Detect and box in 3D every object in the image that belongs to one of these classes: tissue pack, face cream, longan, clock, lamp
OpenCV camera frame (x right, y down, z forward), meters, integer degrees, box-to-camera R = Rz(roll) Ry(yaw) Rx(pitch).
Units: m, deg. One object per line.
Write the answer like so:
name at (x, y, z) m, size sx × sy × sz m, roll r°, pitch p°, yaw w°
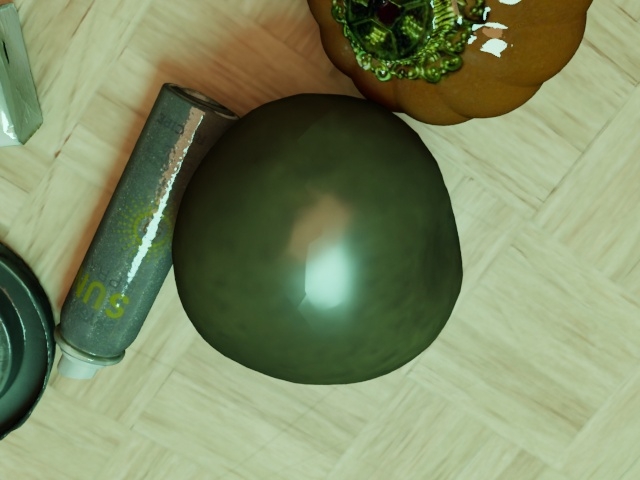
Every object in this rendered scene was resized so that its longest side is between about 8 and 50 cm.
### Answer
tissue pack at (-0.313, -0.124, 0.622) m, size 0.149 × 0.099 × 0.106 m, roll -8°, pitch 112°, yaw -3°
face cream at (-0.161, 0.001, 0.691) m, size 0.073 × 0.073 × 0.283 m, roll 25°, pitch 104°, yaw -13°
longan at (0.000, 0.000, 0.629) m, size 0.246 × 0.215 × 0.246 m, roll -14°, pitch 148°, yaw -9°
clock at (-0.356, 0.089, 0.716) m, size 0.226 × 0.049 × 0.225 m, roll -1°, pitch 109°, yaw -4°
lamp at (0.094, -0.196, 0.588) m, size 0.223 × 0.196 × 0.223 m, roll 18°, pitch 127°, yaw 25°
